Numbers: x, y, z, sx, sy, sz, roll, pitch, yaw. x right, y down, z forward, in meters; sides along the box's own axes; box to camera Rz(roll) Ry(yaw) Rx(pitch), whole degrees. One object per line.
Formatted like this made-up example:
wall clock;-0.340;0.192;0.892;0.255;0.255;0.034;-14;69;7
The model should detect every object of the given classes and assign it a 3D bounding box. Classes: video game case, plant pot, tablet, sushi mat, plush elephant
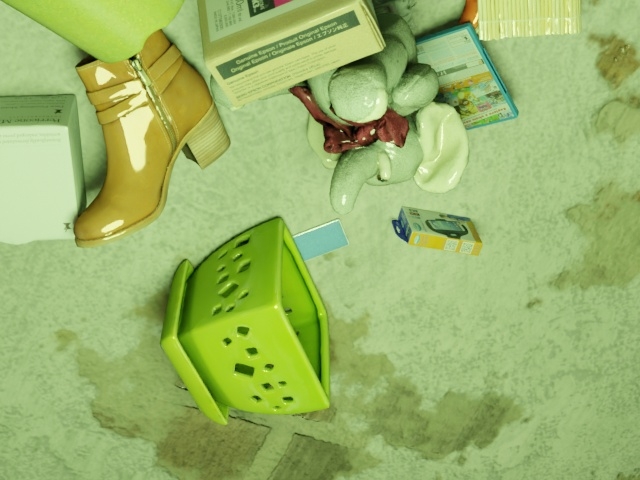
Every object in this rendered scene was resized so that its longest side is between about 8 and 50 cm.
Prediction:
video game case;0.201;-0.231;1.418;0.119;0.015;0.166;-11;129;36
plant pot;-0.116;0.136;1.513;0.207;0.227;0.228;-18;124;11
tablet;0.000;0.000;1.569;0.083;0.006;0.054;-20;123;5
sushi mat;0.278;-0.430;1.299;0.151;0.019;0.317;-7;109;-6
plant pot;-0.300;-0.358;1.173;0.276;0.276;0.254;-38;131;14
plush elephant;0.054;-0.161;1.312;0.272;0.330;0.255;7;124;34

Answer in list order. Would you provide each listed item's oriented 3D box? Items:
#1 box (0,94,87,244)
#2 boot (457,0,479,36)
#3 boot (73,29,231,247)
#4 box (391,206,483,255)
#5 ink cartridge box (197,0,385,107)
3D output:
box;-0.430;-0.101;1.372;0.181;0.119;0.182;-3;122;-8
boot;0.214;-0.358;1.356;0.084;0.059;0.158;17;109;-15
boot;-0.269;-0.144;1.331;0.283;0.109;0.220;-40;126;-14
box;0.181;-0.016;1.543;0.136;0.081;0.028;11;119;-16
ink cartridge box;-0.046;-0.295;1.160;0.193;0.235;0.088;-21;141;12
